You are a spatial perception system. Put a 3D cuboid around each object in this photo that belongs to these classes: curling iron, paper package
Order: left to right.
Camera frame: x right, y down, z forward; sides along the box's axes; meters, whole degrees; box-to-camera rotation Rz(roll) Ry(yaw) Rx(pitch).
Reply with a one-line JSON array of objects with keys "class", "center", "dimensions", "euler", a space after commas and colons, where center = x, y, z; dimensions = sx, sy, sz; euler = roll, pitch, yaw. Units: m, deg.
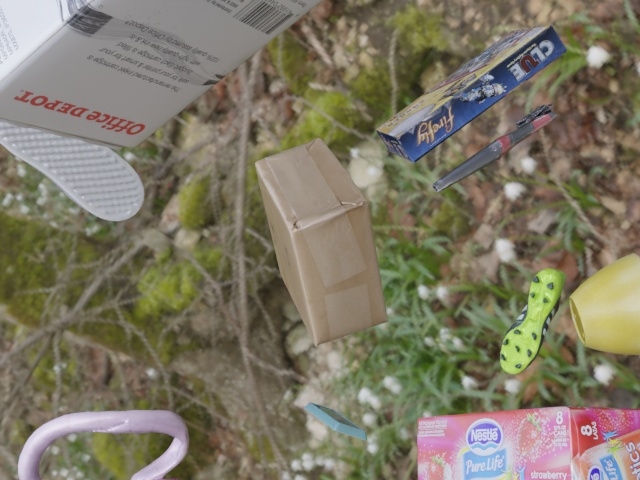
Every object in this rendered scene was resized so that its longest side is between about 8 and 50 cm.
[{"class": "paper package", "center": [0.000, 0.000, 1.979], "dimensions": [0.168, 0.325, 0.309], "euler": [-18, 36, -8]}, {"class": "curling iron", "center": [0.299, -0.154, 1.613], "dimensions": [0.274, 0.035, 0.068], "euler": [-36, 5, -20]}]

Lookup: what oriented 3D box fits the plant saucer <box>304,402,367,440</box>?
[{"class": "plant saucer", "center": [0.027, 0.331, 1.746], "dimensions": [0.018, 0.067, 0.192], "euler": [-70, 17, -3]}]

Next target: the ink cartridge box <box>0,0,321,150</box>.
[{"class": "ink cartridge box", "center": [-0.132, -0.201, 0.738], "dimensions": [0.273, 0.114, 0.197], "euler": [-35, -18, 20]}]

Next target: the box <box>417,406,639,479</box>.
[{"class": "box", "center": [0.221, 0.239, 0.983], "dimensions": [0.257, 0.128, 0.123], "euler": [-24, 63, 60]}]

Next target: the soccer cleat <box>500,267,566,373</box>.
[{"class": "soccer cleat", "center": [0.331, 0.125, 1.451], "dimensions": [0.060, 0.072, 0.179], "euler": [31, 111, 32]}]

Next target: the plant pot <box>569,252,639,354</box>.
[{"class": "plant pot", "center": [0.381, 0.094, 1.237], "dimensions": [0.095, 0.134, 0.134], "euler": [-16, 27, 4]}]

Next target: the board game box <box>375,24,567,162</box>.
[{"class": "board game box", "center": [0.196, -0.199, 1.278], "dimensions": [0.243, 0.042, 0.165], "euler": [-36, 12, 1]}]

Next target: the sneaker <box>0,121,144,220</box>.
[{"class": "sneaker", "center": [-0.344, -0.141, 1.182], "dimensions": [0.102, 0.282, 0.161], "euler": [-40, 23, -7]}]

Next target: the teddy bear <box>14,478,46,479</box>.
[{"class": "teddy bear", "center": [-0.376, 0.327, 0.977], "dimensions": [0.338, 0.245, 0.113], "euler": [-146, 59, -80]}]

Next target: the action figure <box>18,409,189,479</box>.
[{"class": "action figure", "center": [-0.253, 0.322, 0.789], "dimensions": [0.370, 0.248, 0.276], "euler": [124, 148, -55]}]
